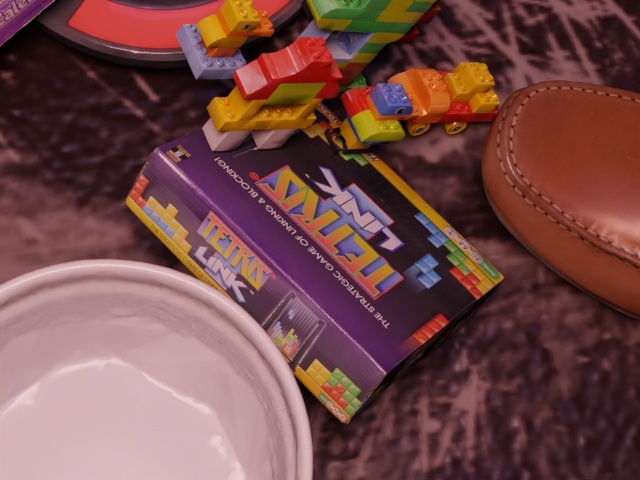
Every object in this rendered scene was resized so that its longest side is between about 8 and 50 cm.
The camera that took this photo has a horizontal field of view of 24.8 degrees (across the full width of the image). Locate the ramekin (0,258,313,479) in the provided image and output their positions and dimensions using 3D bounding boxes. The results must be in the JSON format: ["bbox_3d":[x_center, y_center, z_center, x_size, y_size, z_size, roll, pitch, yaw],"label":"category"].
[{"bbox_3d":[-0.111,0.122,0.749,0.207,0.109,0.207,2,69,-6],"label":"ramekin"}]

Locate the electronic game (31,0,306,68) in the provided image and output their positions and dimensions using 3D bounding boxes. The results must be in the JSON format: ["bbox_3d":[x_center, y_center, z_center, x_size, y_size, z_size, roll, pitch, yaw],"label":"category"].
[{"bbox_3d":[-0.099,-0.211,0.907,0.229,0.048,0.229,2,69,-6],"label":"electronic game"}]

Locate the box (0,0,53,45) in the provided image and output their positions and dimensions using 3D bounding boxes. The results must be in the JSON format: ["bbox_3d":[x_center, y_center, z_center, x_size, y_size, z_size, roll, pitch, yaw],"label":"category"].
[{"bbox_3d":[-0.241,-0.252,0.871,0.293,0.057,0.201,40,74,20],"label":"box"}]

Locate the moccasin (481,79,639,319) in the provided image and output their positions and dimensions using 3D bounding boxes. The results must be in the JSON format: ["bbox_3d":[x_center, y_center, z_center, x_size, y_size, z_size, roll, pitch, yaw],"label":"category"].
[{"bbox_3d":[0.273,0.006,0.811,0.380,0.147,0.139,28,69,5],"label":"moccasin"}]

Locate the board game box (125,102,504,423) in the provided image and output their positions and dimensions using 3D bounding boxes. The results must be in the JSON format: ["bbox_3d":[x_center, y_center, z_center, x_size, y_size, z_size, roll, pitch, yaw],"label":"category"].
[{"bbox_3d":[0.000,0.000,0.803,0.170,0.048,0.141,44,36,10],"label":"board game box"}]

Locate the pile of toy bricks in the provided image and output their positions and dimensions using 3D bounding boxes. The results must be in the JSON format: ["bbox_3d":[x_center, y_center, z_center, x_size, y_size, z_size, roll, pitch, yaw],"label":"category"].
[{"bbox_3d":[0.027,-0.120,0.812,0.212,0.105,0.118,-6,63,-40],"label":"pile of toy bricks"}]
